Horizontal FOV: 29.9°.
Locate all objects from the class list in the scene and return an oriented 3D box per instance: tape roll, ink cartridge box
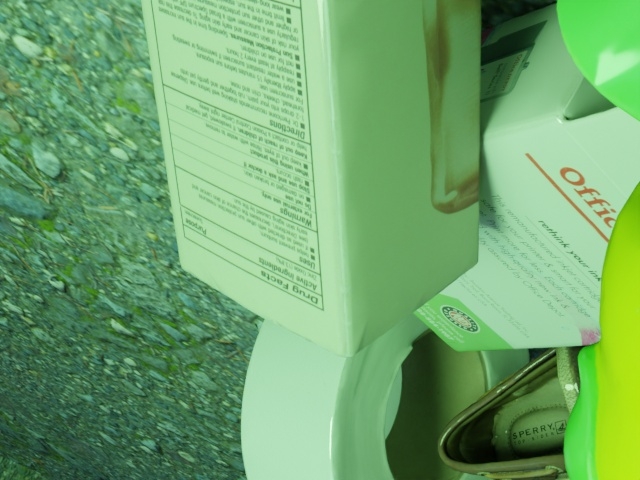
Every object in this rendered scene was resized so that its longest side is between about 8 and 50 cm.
[{"bbox_3d":[0.064,0.136,1.018,0.100,0.286,0.286,7,147,41],"label":"tape roll"},{"bbox_3d":[0.162,-0.036,0.777,0.207,0.119,0.353,42,153,-23],"label":"ink cartridge box"}]

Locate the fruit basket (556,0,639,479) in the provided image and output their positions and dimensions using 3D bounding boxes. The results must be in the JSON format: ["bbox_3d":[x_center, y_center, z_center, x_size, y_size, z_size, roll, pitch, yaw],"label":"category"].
[{"bbox_3d":[0.243,-0.032,0.476,0.392,0.283,0.392,12,140,11],"label":"fruit basket"}]

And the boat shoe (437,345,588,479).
[{"bbox_3d":[0.224,0.112,0.891,0.123,0.123,0.342,8,155,-39],"label":"boat shoe"}]

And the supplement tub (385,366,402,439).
[{"bbox_3d":[0.118,0.283,1.290,0.235,0.235,0.325,17,153,24],"label":"supplement tub"}]

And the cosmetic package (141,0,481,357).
[{"bbox_3d":[-0.004,-0.108,0.654,0.153,0.129,0.296,26,133,37],"label":"cosmetic package"}]
